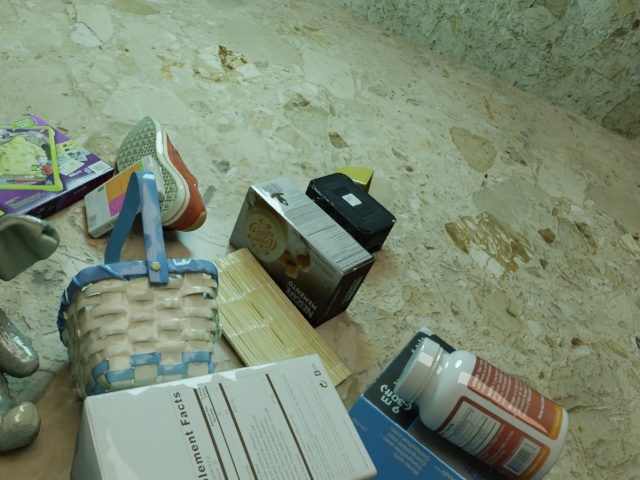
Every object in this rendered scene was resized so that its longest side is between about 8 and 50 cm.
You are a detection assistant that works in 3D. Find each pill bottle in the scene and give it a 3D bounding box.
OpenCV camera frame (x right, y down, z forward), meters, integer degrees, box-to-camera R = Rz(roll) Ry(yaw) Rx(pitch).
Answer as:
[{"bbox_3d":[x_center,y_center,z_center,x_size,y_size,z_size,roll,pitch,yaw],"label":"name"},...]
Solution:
[{"bbox_3d":[0.216,0.228,0.857,0.216,0.121,0.121,31,36,8],"label":"pill bottle"}]

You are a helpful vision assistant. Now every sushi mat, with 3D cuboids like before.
[{"bbox_3d":[-0.095,0.140,1.041,0.151,0.019,0.316,-17,56,-43],"label":"sushi mat"}]

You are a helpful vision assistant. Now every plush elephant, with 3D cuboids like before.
[{"bbox_3d":[-0.452,0.064,0.718,0.271,0.255,0.330,10,34,-36],"label":"plush elephant"}]

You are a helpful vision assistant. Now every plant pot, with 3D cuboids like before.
[{"bbox_3d":[0.067,-0.125,1.430,0.083,0.081,0.081,20,35,9],"label":"plant pot"}]

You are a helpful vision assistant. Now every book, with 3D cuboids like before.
[{"bbox_3d":[-0.343,-0.076,1.087,0.035,0.144,0.096,55,9,-49],"label":"book"}]

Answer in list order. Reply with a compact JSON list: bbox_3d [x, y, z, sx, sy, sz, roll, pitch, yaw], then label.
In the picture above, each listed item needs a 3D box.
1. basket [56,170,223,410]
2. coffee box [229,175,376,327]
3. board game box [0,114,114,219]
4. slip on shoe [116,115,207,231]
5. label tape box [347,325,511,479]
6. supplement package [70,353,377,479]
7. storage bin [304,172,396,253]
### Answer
[{"bbox_3d":[-0.248,0.086,0.843,0.201,0.255,0.289,-5,64,-30],"label":"basket"},{"bbox_3d":[-0.039,0.017,1.136,0.246,0.141,0.098,44,39,22],"label":"coffee box"},{"bbox_3d":[-0.551,-0.102,1.062,0.208,0.056,0.347,36,37,8],"label":"board game box"},{"bbox_3d":[-0.307,-0.128,1.202,0.101,0.123,0.331,39,11,-48],"label":"slip on shoe"},{"bbox_3d":[0.162,0.305,0.924,0.240,0.106,0.333,37,37,16],"label":"label tape box"},{"bbox_3d":[-0.120,0.273,0.731,0.292,0.178,0.175,-5,48,-32],"label":"supplement package"},{"bbox_3d":[0.055,-0.054,1.326,0.180,0.084,0.122,44,40,22],"label":"storage bin"}]
